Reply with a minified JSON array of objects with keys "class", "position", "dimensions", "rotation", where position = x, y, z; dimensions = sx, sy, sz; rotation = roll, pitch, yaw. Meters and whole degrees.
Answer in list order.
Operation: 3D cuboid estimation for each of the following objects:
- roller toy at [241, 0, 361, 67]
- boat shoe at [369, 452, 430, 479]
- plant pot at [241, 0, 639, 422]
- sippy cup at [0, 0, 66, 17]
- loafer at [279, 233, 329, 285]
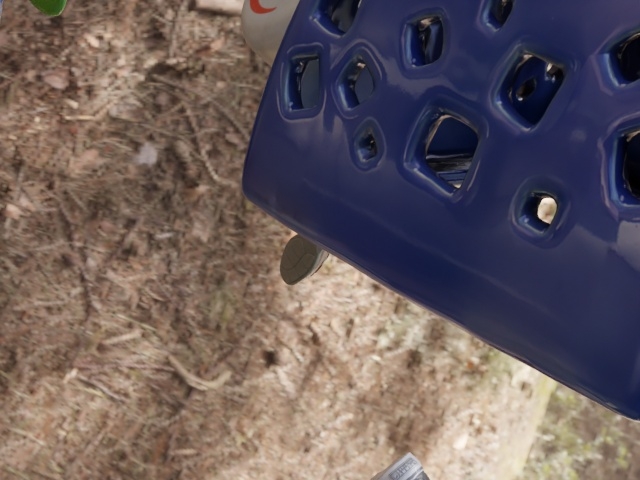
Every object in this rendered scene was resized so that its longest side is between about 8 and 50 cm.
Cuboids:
[{"class":"roller toy","position":[0.045,-0.193,0.830],"dimensions":[0.191,0.209,0.146],"rotation":[-39,121,21]},{"class":"boat shoe","position":[0.074,0.291,1.086],"dimensions":[0.080,0.228,0.076],"rotation":[-34,77,-29]},{"class":"plant pot","position":[0.132,-0.087,0.435],"dimensions":[0.236,0.236,0.212],"rotation":[-9,116,-39]},{"class":"sippy cup","position":[-0.356,-0.170,0.796],"dimensions":[0.305,0.240,0.224],"rotation":[1,136,-15]},{"class":"loafer","position":[0.000,0.000,1.017],"dimensions":[0.039,0.045,0.125],"rotation":[-9,144,-38]}]
